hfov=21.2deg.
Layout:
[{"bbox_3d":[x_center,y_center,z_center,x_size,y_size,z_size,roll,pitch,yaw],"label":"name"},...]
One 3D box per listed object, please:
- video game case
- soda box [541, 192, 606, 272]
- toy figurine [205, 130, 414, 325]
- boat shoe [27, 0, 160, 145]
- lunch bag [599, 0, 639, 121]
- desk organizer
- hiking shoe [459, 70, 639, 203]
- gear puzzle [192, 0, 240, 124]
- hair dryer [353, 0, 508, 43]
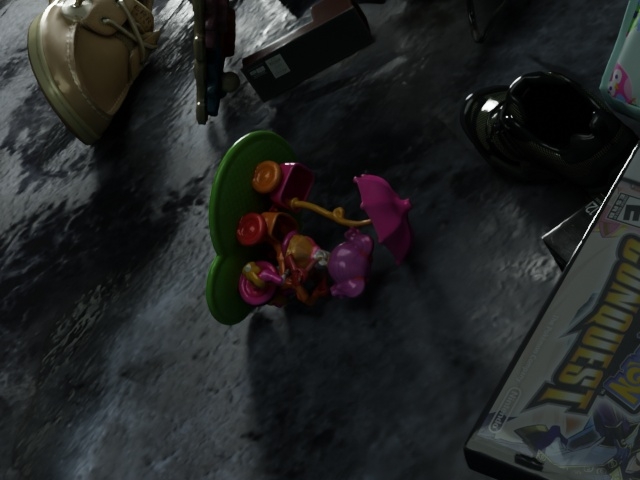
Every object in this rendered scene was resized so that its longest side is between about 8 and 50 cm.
[{"bbox_3d":[0.263,0.073,1.094,0.248,0.035,0.275,19,60,26],"label":"video game case"},{"bbox_3d":[0.228,0.036,1.225,0.060,0.053,0.169,-37,34,-1],"label":"soda box"},{"bbox_3d":[0.000,0.000,1.434,0.159,0.130,0.173,10,76,35],"label":"toy figurine"},{"bbox_3d":[-0.242,-0.233,1.889,0.110,0.122,0.341,-26,34,15],"label":"boat shoe"},{"bbox_3d":[0.355,-0.159,1.244,0.262,0.160,0.223,-41,36,-13],"label":"lunch bag"},{"bbox_3d":[-0.015,-0.197,1.718,0.130,0.047,0.050,-28,33,12],"label":"desk organizer"},{"bbox_3d":[0.181,-0.101,1.373,0.086,0.114,0.227,-44,35,-12],"label":"hiking shoe"},{"bbox_3d":[-0.100,-0.275,1.801,0.044,0.175,0.339,1,40,0],"label":"gear puzzle"},{"bbox_3d":[0.139,-0.340,1.601,0.223,0.080,0.294,22,105,46],"label":"hair dryer"}]
